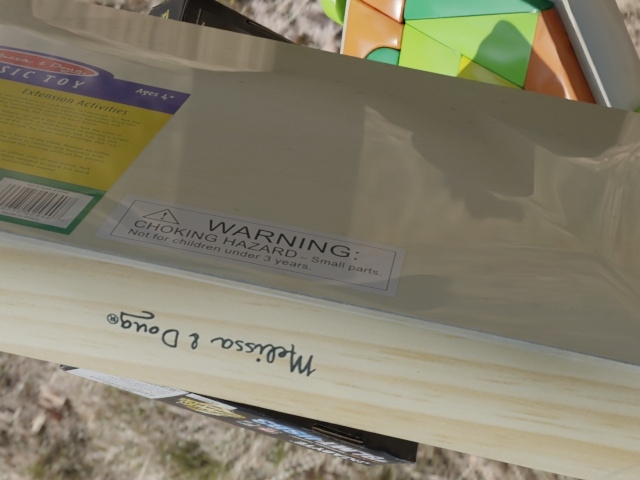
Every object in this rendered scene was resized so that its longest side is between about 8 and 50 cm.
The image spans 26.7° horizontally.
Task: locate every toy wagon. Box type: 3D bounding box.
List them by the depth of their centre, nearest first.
[{"bbox_3d":[0.098,-0.092,0.822,0.267,0.068,0.344,36,133,36],"label":"toy wagon"}]

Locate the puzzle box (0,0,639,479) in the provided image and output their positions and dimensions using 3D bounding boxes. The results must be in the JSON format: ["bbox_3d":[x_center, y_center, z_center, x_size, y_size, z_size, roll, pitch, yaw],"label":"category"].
[{"bbox_3d":[-0.030,-0.023,0.577,0.409,0.272,0.052,12,116,6],"label":"puzzle box"}]

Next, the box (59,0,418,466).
[{"bbox_3d":[-0.030,-0.001,1.049,0.293,0.296,0.073,23,159,-33],"label":"box"}]
